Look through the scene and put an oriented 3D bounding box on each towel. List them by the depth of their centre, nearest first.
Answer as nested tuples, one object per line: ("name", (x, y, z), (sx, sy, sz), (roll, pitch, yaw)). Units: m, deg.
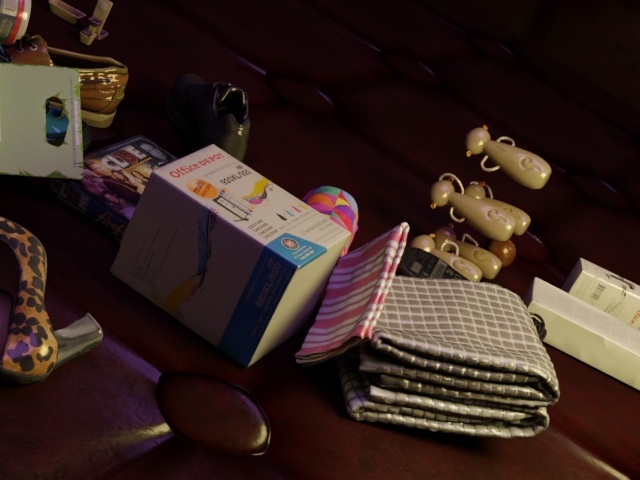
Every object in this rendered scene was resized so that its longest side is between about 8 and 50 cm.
("towel", (0.043, 0.069, 1.800), (0.029, 0.144, 0.197), (37, 53, -20))
("towel", (0.161, 0.141, 1.838), (0.284, 0.121, 0.235), (10, 28, -12))

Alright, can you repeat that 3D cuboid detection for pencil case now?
("pencil case", (0.000, 0.000, 2.016), (0.104, 0.104, 0.236), (26, 24, -4))

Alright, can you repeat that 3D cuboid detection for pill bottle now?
("pill bottle", (-0.561, -0.375, 2.174), (0.180, 0.108, 0.108), (10, 30, -32))

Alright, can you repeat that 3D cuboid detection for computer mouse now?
("computer mouse", (0.208, 0.122, 2.053), (0.262, 0.060, 0.184), (29, 33, -2))

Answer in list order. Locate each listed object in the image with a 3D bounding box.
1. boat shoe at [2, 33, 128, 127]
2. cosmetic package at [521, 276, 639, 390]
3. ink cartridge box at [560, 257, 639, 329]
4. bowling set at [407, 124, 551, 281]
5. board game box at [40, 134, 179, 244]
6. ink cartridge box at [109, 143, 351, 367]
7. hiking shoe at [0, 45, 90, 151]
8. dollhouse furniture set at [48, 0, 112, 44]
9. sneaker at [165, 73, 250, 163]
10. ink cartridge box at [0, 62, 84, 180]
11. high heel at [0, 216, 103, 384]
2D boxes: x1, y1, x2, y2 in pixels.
("boat shoe", (-0.443, -0.266, 2.083), (0.307, 0.104, 0.110), (11, 30, -31))
("cosmetic package", (0.433, 0.153, 2.197), (0.239, 0.060, 0.099), (27, 23, 1))
("ink cartridge box", (0.467, 0.105, 2.278), (0.135, 0.099, 0.056), (26, 24, -6))
("bowling set", (0.247, -0.021, 2.274), (0.154, 0.200, 0.287), (30, 67, 17))
("board game box", (-0.262, -0.072, 1.966), (0.165, 0.042, 0.243), (33, 26, 12))
("ink cartridge box", (-0.118, 0.015, 1.793), (0.233, 0.168, 0.171), (33, 27, 14))
("hiking shoe", (-0.460, -0.213, 1.935), (0.304, 0.132, 0.113), (22, 26, -11))
("dollhouse furniture set", (-0.423, -0.410, 2.404), (0.114, 0.081, 0.091), (29, 25, 3))
("sneaker", (-0.167, -0.207, 2.216), (0.109, 0.130, 0.286), (10, 29, -29))
("ink cartridge box", (-0.434, -0.188, 1.820), (0.255, 0.097, 0.188), (3, 63, -22))
("high heel", (-0.380, 0.052, 1.548), (0.261, 0.093, 0.186), (41, 21, 8))
